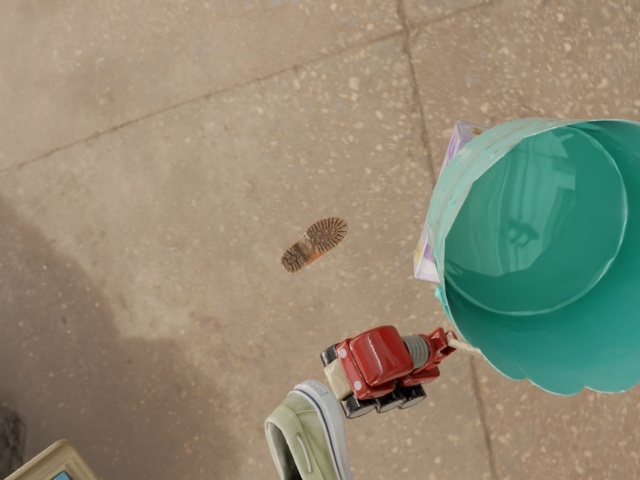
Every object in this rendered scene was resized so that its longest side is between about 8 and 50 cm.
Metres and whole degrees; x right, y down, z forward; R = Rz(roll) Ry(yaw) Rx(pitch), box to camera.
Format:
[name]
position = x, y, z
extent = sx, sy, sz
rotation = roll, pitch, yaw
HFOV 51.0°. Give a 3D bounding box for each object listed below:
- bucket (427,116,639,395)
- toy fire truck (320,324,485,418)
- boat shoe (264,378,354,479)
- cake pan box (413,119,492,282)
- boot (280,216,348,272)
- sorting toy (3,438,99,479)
[bucket]
position = 0.243, 0.001, 0.687
extent = 0.280, 0.183, 0.281
rotation = 0, 104, -1
[toy fire truck]
position = 0.160, 0.198, 1.104
extent = 0.246, 0.217, 0.159
rotation = -44, 58, 32
[boat shoe]
position = -0.011, 0.331, 0.897
extent = 0.109, 0.094, 0.303
rotation = 9, 118, 50
[cake pan box]
position = 0.294, -0.030, 0.995
extent = 0.266, 0.070, 0.246
rotation = 12, 125, -3
[boot]
position = 0.000, 0.000, 1.279
extent = 0.158, 0.084, 0.059
rotation = -35, 83, 31
[sorting toy]
position = -0.415, 0.456, 0.911
extent = 0.229, 0.307, 0.041
rotation = 53, 153, 1
